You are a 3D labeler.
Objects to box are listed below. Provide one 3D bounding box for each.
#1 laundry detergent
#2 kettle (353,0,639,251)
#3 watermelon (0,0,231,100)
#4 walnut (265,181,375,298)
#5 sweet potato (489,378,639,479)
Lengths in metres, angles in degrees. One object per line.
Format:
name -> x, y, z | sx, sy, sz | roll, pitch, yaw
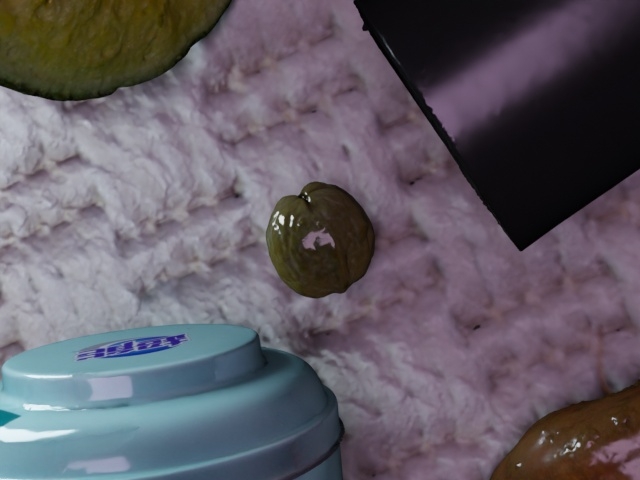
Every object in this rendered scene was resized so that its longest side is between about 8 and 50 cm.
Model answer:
laundry detergent -> -0.117, 0.224, 0.606 | 0.288, 0.287, 0.305 | -4, 93, 13
kettle -> 0.196, -0.174, 0.581 | 0.308, 0.262, 0.203 | -34, 122, 9
watermelon -> -0.186, -0.281, 0.591 | 0.189, 0.331, 0.330 | 34, 101, 22
walnut -> 0.000, 0.000, 0.670 | 0.092, 0.092, 0.092 | 1, 94, 12
sweet potato -> 0.253, 0.140, 0.613 | 0.355, 0.095, 0.106 | -29, 129, 16
